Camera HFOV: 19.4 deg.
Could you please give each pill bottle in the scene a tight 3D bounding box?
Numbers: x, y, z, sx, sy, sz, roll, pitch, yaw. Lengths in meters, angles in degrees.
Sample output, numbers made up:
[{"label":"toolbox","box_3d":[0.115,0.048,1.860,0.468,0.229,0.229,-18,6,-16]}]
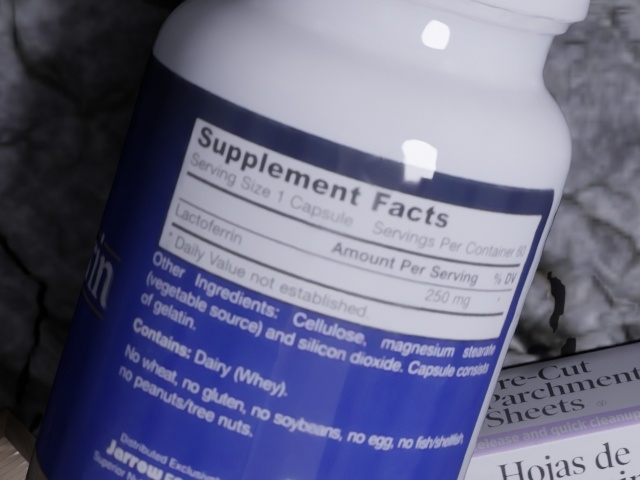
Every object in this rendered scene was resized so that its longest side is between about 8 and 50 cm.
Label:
[{"label":"pill bottle","box_3d":[0.000,0.000,0.660,0.153,0.153,0.264,16,102,-11]}]

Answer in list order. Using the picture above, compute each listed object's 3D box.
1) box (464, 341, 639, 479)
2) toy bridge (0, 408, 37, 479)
[{"label":"box","box_3d":[0.190,0.071,0.765,0.324,0.067,0.063,-11,115,2]},{"label":"toy bridge","box_3d":[-0.118,0.101,0.778,0.188,0.026,0.063,-33,114,10]}]
